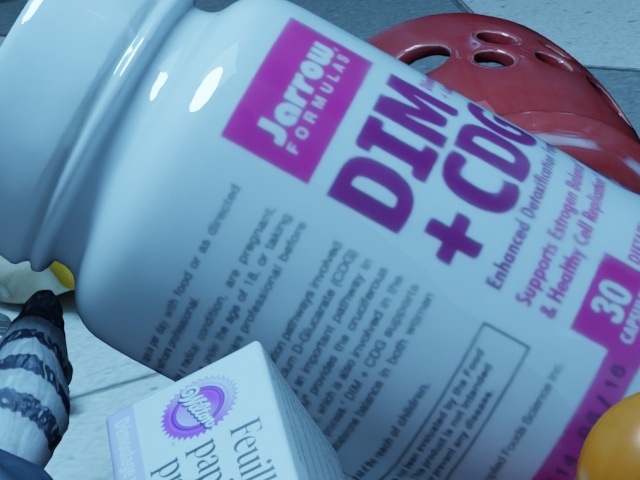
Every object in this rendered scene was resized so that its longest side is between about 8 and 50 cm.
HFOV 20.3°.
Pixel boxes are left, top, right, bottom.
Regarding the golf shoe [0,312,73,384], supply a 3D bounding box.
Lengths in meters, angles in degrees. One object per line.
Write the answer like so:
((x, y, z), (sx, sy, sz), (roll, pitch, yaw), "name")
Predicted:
((-0.220, 0.085, 0.950), (0.094, 0.077, 0.198), (8, 25, 41), "golf shoe")

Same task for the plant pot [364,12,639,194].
((0.086, -0.007, 0.910), (0.191, 0.191, 0.174), (-11, 21, -9), "plant pot")

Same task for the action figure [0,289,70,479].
((-0.171, 0.095, 0.598), (0.341, 0.179, 0.330), (23, 0, -3), "action figure")

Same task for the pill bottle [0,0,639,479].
((0.000, 0.000, 0.732), (0.283, 0.160, 0.160), (28, 20, -2), "pill bottle")

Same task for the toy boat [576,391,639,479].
((0.113, 0.117, 0.568), (0.231, 0.151, 0.151), (7, 23, 39), "toy boat")

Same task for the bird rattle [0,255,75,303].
((-0.155, -0.035, 1.231), (0.253, 0.143, 0.207), (6, 38, 45), "bird rattle")

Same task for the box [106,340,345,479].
((-0.004, 0.152, 0.499), (0.063, 0.067, 0.324), (-28, 34, 5), "box")
